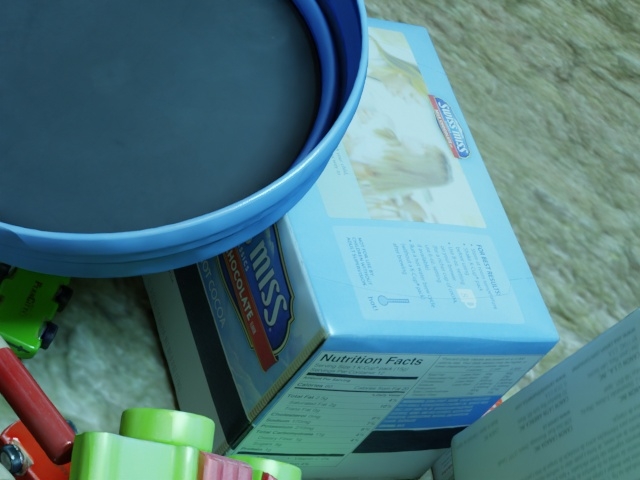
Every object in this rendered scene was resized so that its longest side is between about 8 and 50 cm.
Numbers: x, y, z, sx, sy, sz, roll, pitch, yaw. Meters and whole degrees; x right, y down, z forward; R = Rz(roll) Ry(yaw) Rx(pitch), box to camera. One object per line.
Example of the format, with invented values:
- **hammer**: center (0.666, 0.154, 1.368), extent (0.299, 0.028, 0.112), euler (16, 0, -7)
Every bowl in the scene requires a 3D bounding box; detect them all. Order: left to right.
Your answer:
- **bowl**: center (-0.161, -0.141, 1.134), extent (0.391, 0.077, 0.391), euler (2, 56, -3)

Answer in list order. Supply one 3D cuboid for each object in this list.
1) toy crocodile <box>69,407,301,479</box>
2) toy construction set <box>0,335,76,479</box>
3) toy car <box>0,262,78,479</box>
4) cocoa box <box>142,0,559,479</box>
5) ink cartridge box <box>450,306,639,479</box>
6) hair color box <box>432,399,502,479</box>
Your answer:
- **toy crocodile**: center (-0.065, 0.195, 1.069), extent (0.340, 0.105, 0.115), euler (37, 54, -56)
- **toy construction set**: center (-0.341, 0.105, 0.943), extent (0.309, 0.257, 0.237), euler (-17, 55, -41)
- **toy car**: center (-0.247, 0.099, 1.145), extent (0.239, 0.053, 0.225), euler (28, 42, -12)
- **cocoa box**: center (0.000, 0.000, 1.271), extent (0.231, 0.228, 0.347), euler (3, 52, -33)
- **ink cartridge box**: center (0.210, 0.275, 1.054), extent (0.091, 0.308, 0.384), euler (4, 65, -21)
- **hair color box**: center (0.135, 0.203, 1.302), extent (0.043, 0.072, 0.141), euler (11, 49, -27)
